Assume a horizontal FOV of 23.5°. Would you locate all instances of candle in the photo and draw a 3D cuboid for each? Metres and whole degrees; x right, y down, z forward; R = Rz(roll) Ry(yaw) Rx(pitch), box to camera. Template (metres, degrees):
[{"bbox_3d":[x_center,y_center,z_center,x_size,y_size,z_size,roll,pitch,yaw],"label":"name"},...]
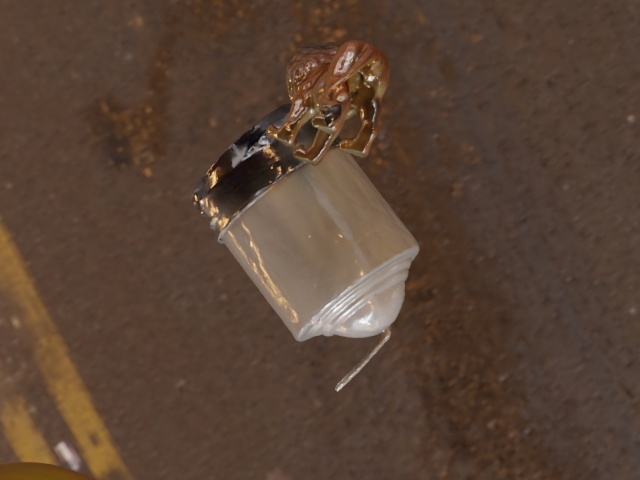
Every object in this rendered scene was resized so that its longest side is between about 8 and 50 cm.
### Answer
[{"bbox_3d":[0.000,0.000,2.053,0.342,0.221,0.221,51,138,8],"label":"candle"}]

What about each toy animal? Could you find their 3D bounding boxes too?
[{"bbox_3d":[0.013,-0.177,1.796,0.097,0.157,0.312,20,171,-18],"label":"toy animal"}]

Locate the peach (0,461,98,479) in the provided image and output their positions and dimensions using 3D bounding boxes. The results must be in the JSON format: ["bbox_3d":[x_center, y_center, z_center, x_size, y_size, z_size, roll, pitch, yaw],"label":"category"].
[{"bbox_3d":[-0.247,0.355,1.416,0.332,0.308,0.308,23,139,-13],"label":"peach"}]
